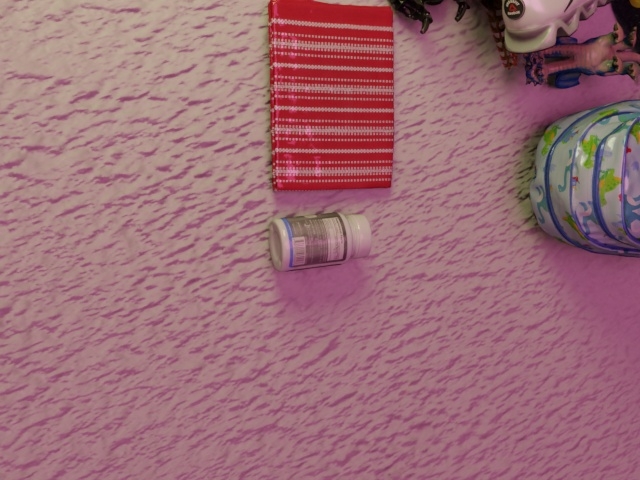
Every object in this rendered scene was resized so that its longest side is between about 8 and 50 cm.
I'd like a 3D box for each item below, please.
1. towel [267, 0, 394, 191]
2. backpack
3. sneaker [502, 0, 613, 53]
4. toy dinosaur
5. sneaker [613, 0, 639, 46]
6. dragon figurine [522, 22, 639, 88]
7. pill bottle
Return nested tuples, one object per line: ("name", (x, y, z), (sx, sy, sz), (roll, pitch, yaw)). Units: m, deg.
("towel", (0.017, -0.211, 1.105), (0.198, 0.031, 0.275), (-3, 98, -22))
("backpack", (0.510, -0.098, 1.198), (0.355, 0.273, 0.290), (4, 101, -8))
("sneaker", (0.368, -0.409, 1.111), (0.330, 0.122, 0.146), (-43, 124, -37))
("toy dinosaur", (0.220, -0.414, 1.103), (0.218, 0.164, 0.322), (-35, 85, -30))
("sneaker", (0.559, -0.380, 1.274), (0.082, 0.069, 0.209), (-38, 100, -44))
("dragon figurine", (0.426, -0.291, 1.210), (0.289, 0.144, 0.085), (-12, 101, -50))
("pill bottle", (0.000, 0.000, 1.092), (0.137, 0.078, 0.078), (-6, 97, -20))
